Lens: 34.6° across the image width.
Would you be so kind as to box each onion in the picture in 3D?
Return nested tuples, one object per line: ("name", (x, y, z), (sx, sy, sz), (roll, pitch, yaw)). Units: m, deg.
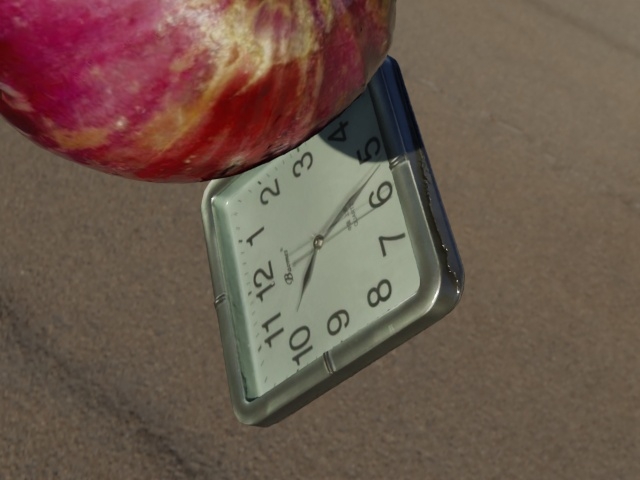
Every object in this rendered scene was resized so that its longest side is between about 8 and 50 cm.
("onion", (-0.099, -0.150, 0.560), (0.230, 0.272, 0.256), (-33, 93, -33))

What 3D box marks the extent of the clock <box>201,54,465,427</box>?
("clock", (0.001, 0.000, 0.939), (0.049, 0.279, 0.273), (16, 50, -39))
